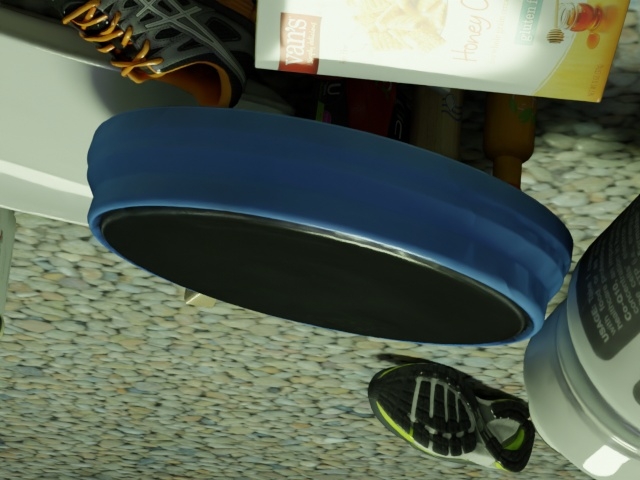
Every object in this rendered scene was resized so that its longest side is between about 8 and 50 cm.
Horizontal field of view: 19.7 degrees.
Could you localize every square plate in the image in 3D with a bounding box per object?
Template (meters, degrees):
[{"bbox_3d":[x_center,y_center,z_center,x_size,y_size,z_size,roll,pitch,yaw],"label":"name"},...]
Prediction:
[{"bbox_3d":[-0.244,-0.106,1.508,0.347,0.049,0.344,14,158,-23],"label":"square plate"}]

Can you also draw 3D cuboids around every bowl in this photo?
[{"bbox_3d":[0.000,0.000,1.458,0.391,0.077,0.391,13,166,3],"label":"bowl"}]

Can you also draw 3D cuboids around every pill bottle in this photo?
[{"bbox_3d":[0.315,0.033,1.399,0.204,0.204,0.361,13,140,-23],"label":"pill bottle"}]

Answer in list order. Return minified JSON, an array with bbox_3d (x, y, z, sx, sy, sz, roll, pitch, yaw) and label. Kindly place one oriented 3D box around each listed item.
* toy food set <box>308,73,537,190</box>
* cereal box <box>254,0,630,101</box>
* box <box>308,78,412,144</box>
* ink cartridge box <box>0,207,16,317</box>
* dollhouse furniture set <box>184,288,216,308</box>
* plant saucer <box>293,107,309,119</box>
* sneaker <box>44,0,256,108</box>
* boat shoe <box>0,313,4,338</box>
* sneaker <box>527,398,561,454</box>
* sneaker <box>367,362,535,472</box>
[{"bbox_3d":[0.064,-0.107,1.353,0.111,0.105,0.232,-9,157,34],"label":"toy food set"},{"bbox_3d":[0.079,-0.170,1.195,0.240,0.047,0.173,5,144,-1],"label":"cereal box"},{"bbox_3d":[0.032,-0.095,1.459,0.052,0.062,0.083,-3,160,27],"label":"box"},{"bbox_3d":[-0.368,0.001,1.733,0.128,0.127,0.176,4,159,3],"label":"ink cartridge box"},{"bbox_3d":[-0.136,0.004,1.713,0.091,0.114,0.081,15,163,-33],"label":"dollhouse furniture set"},{"bbox_3d":[-0.037,-0.096,1.546,0.083,0.015,0.083,5,161,2],"label":"plant saucer"},{"bbox_3d":[-0.129,-0.156,1.298,0.214,0.083,0.084,19,158,-32],"label":"sneaker"},{"bbox_3d":[-0.359,0.068,1.645,0.152,0.056,0.049,6,164,-4],"label":"boat shoe"},{"bbox_3d":[0.447,0.132,1.855,0.447,0.169,0.257,-1,154,-3],"label":"sneaker"},{"bbox_3d":[0.143,0.228,2.301,0.121,0.111,0.300,-5,157,38],"label":"sneaker"}]
